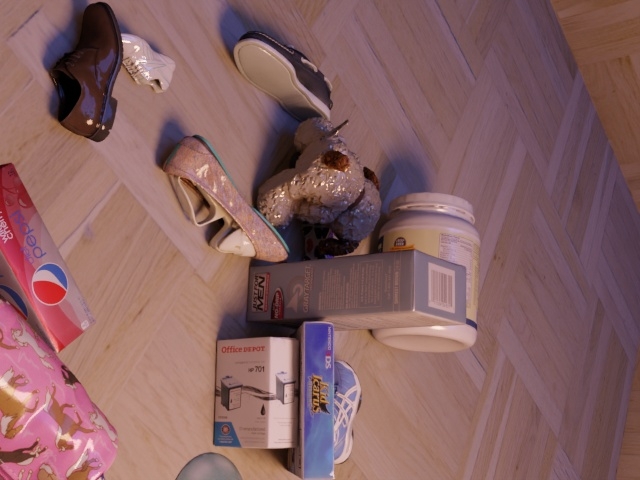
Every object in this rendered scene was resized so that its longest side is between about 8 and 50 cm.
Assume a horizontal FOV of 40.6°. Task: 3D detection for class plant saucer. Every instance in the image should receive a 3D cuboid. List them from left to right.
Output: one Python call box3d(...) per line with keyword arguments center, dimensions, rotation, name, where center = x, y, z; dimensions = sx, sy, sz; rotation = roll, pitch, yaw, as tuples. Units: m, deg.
box3d(center=(-0.181, 0.467, 1.497), dimensions=(0.195, 0.037, 0.195), rotation=(14, 72, -52), name="plant saucer")

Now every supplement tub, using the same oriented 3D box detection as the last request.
box3d(center=(0.243, 0.076, 1.970), dimensions=(0.235, 0.235, 0.325), rotation=(26, 63, -48), name="supplement tub")

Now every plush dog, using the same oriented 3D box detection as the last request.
box3d(center=(0.038, -0.096, 1.720), dimensions=(0.225, 0.210, 0.262), rotation=(46, 62, -34), name="plush dog")

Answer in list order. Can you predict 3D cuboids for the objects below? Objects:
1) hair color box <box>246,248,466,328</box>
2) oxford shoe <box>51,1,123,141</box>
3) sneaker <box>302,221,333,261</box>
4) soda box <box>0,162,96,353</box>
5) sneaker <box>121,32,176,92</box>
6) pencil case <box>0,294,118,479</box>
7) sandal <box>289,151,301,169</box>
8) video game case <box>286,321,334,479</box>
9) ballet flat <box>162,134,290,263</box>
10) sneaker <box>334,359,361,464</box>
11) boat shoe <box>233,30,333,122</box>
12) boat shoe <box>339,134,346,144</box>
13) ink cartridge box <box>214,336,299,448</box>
box3d(center=(0.063, 0.101, 1.608), dimensions=(0.185, 0.374, 0.114), rotation=(18, 70, -50), name="hair color box")
box3d(center=(-0.368, -0.277, 1.355), dimensions=(0.096, 0.082, 0.227), rotation=(16, 70, -46), name="oxford shoe")
box3d(center=(0.000, 0.000, 1.822), dimensions=(0.071, 0.068, 0.170), rotation=(19, 77, -66), name="sneaker")
box3d(center=(-0.424, 0.030, 1.210), dimensions=(0.083, 0.092, 0.263), rotation=(-44, 118, -46), name="soda box")
box3d(center=(-0.305, -0.302, 1.465), dimensions=(0.152, 0.053, 0.061), rotation=(26, 66, -49), name="sneaker")
box3d(center=(-0.428, 0.187, 1.126), dimensions=(0.386, 0.160, 0.167), rotation=(59, -2, -27), name="pencil case")
box3d(center=(0.027, -0.101, 1.867), dimensions=(0.254, 0.054, 0.097), rotation=(38, 54, -43), name="sandal")
box3d(center=(-0.019, 0.296, 1.598), dimensions=(0.061, 0.244, 0.270), rotation=(2, 79, -9), name="video game case")
box3d(center=(-0.178, -0.045, 1.567), dimensions=(0.106, 0.107, 0.316), rotation=(-49, 118, -22), name="ballet flat")
box3d(center=(0.030, 0.346, 1.764), dimensions=(0.081, 0.080, 0.211), rotation=(25, 62, -52), name="sneaker")
box3d(center=(-0.071, -0.341, 1.746), dimensions=(0.302, 0.114, 0.091), rotation=(43, 51, -55), name="boat shoe")
box3d(center=(0.008, -0.221, 1.874), dimensions=(0.040, 0.049, 0.142), rotation=(51, 22, 25), name="boat shoe")
box3d(center=(-0.113, 0.270, 1.538), dimensions=(0.082, 0.139, 0.191), rotation=(12, 74, -49), name="ink cartridge box")
